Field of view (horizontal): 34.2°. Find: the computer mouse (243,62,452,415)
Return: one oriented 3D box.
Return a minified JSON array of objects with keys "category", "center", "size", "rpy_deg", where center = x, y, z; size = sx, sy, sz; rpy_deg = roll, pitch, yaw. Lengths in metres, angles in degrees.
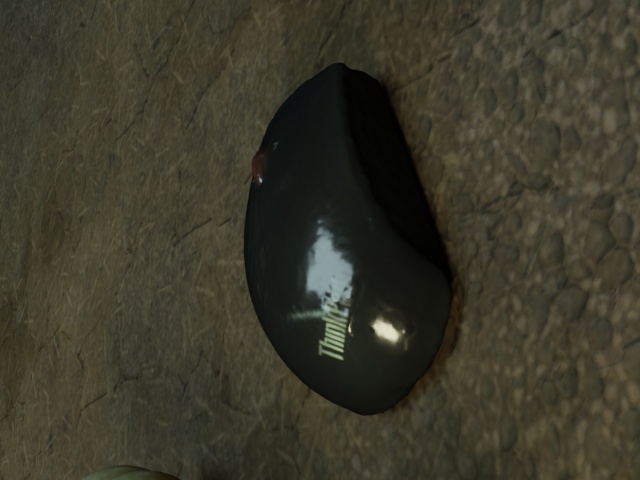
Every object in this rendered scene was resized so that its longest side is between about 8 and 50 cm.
[{"category":"computer mouse","center":[0.000,0.000,0.795],"size":[0.170,0.100,0.269],"rpy_deg":[-50,42,38]}]

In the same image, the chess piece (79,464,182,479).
[{"category":"chess piece","center":[-0.106,0.275,0.855],"size":[0.300,0.167,0.167],"rpy_deg":[-13,71,53]}]
